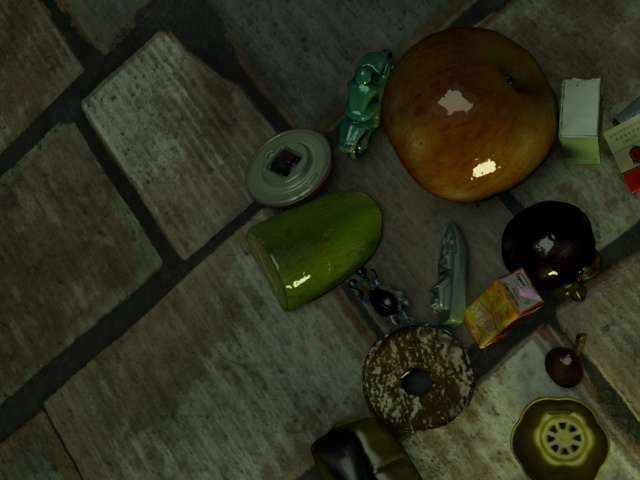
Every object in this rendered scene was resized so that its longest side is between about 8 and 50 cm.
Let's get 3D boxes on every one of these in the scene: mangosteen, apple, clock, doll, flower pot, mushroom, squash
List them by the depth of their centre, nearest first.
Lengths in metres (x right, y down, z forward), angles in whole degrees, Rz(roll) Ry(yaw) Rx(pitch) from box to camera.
[{"bbox_3d":[0.508,0.425,1.680,0.195,0.179,0.195,-4,79,18],"label":"flower pot"},{"bbox_3d":[0.517,0.035,1.747,0.211,0.211,0.250,-31,102,13],"label":"mangosteen"},{"bbox_3d":[0.339,-0.280,1.749,0.333,0.400,0.401,-23,73,33],"label":"apple"},{"bbox_3d":[0.545,0.258,1.754,0.088,0.072,0.130,20,85,52],"label":"mushroom"},{"bbox_3d":[0.150,0.141,1.920,0.195,0.070,0.096,39,110,28],"label":"doll"},{"bbox_3d":[0.000,0.000,2.004,0.308,0.210,0.234,-26,69,-16],"label":"squash"},{"bbox_3d":[-0.081,-0.186,2.025,0.244,0.056,0.245,-14,54,20],"label":"clock"}]

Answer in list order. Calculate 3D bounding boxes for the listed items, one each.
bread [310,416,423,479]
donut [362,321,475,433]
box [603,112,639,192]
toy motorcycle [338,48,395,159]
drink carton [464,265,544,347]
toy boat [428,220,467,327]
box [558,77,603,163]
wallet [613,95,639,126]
[{"bbox_3d":[0.130,0.569,1.766,0.208,0.251,0.377,-30,71,-13],"label":"bread"},{"bbox_3d":[0.233,0.322,1.845,0.271,0.107,0.272,-6,76,24],"label":"donut"},{"bbox_3d":[0.707,-0.194,1.758,0.100,0.048,0.152,-32,74,45],"label":"box"},{"bbox_3d":[0.117,-0.345,1.947,0.109,0.198,0.297,17,88,17],"label":"toy motorcycle"},{"bbox_3d":[0.395,0.152,1.748,0.071,0.223,0.096,-21,70,-21],"label":"drink carton"},{"bbox_3d":[0.298,0.072,1.848,0.078,0.085,0.261,-36,42,56],"label":"toy boat"},{"bbox_3d":[0.575,-0.257,1.747,0.086,0.225,0.130,4,82,20],"label":"box"},{"bbox_3d":[0.791,-0.250,1.769,0.167,0.036,0.222,-41,69,10],"label":"wallet"}]
